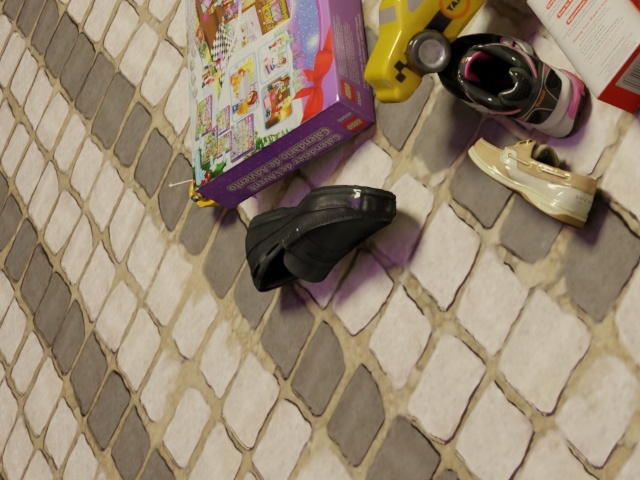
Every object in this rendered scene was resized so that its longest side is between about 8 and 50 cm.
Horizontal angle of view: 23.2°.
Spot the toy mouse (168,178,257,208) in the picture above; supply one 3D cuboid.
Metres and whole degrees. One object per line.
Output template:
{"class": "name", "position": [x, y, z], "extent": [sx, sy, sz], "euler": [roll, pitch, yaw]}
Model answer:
{"class": "toy mouse", "position": [-0.087, -0.096, 1.651], "extent": [0.161, 0.031, 0.143], "euler": [31, 97, 55]}

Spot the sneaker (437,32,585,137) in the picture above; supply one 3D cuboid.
{"class": "sneaker", "position": [0.142, -0.142, 1.286], "extent": [0.178, 0.077, 0.072], "euler": [28, 97, 58]}

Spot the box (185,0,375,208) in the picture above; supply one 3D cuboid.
{"class": "box", "position": [-0.049, -0.202, 1.591], "extent": [0.201, 0.057, 0.293], "euler": [-29, 51, 34]}

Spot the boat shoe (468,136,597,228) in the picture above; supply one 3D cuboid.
{"class": "boat shoe", "position": [0.171, -0.055, 1.232], "extent": [0.135, 0.050, 0.045], "euler": [39, 105, 45]}

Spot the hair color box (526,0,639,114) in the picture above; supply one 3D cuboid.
{"class": "hair color box", "position": [0.221, -0.170, 1.211], "extent": [0.072, 0.043, 0.141], "euler": [-54, 38, 27]}

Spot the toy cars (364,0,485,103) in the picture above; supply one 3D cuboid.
{"class": "toy cars", "position": [0.152, -0.266, 1.257], "extent": [0.394, 0.087, 0.176], "euler": [-42, 15, 36]}

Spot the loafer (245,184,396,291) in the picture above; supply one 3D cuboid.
{"class": "loafer", "position": [0.000, 0.000, 1.442], "extent": [0.223, 0.076, 0.078], "euler": [-21, 63, 57]}
